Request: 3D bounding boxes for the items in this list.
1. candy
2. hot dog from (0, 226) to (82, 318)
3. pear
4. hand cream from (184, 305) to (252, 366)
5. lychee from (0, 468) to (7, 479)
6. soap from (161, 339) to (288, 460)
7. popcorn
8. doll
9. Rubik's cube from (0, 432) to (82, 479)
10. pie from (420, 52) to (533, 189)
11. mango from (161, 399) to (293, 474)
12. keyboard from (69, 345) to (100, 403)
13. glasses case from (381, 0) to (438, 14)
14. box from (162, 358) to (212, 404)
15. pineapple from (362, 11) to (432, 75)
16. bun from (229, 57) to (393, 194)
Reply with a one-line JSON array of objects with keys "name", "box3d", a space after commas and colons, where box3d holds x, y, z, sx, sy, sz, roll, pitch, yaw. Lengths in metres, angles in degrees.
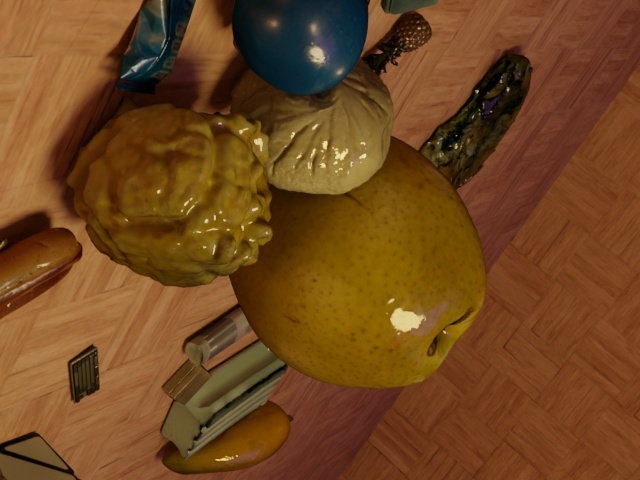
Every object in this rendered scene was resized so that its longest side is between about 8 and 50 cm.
[{"name": "candy", "box3d": [-0.172, -0.221, 1.105, 0.136, 0.038, 0.088, -63, 162, 12]}, {"name": "hot dog", "box3d": [-0.378, 0.054, 1.134, 0.250, 0.076, 0.104, -33, 176, -32]}, {"name": "pear", "box3d": [0.040, 0.019, 1.478, 0.362, 0.418, 0.362, -37, 156, -20]}, {"name": "hand cream", "box3d": [-0.147, 0.149, 1.884, 0.255, 0.048, 0.079, -33, 154, -43]}, {"name": "lychee", "box3d": [-0.490, 0.434, 1.169, 0.432, 0.380, 0.380, -34, 175, 40]}, {"name": "soap", "box3d": [-0.191, 0.313, 2.057, 0.261, 0.094, 0.150, -30, 159, -47]}, {"name": "popcorn", "box3d": [-0.164, -0.064, 1.192, 0.249, 0.249, 0.225, 59, 44, -71]}, {"name": "doll", "box3d": [-0.001, -0.296, 1.185, 0.257, 0.161, 0.215, -55, 146, -18]}, {"name": "Rubik's cube", "box3d": [-0.461, 0.441, 1.490, 0.205, 0.207, 0.205, -55, 162, 21]}, {"name": "pie", "box3d": [0.329, -0.230, 2.190, 0.371, 0.078, 0.296, -51, 163, 2]}, {"name": "mango", "box3d": [-0.189, 0.420, 2.158, 0.316, 0.176, 0.119, -16, 111, -39]}, {"name": "keyboard", "box3d": [-0.360, 0.207, 1.561, 0.049, 0.015, 0.129, -38, 159, -31]}, {"name": "glasses case", "box3d": [0.151, -0.427, 1.412, 0.105, 0.056, 0.266, -41, 160, -25]}, {"name": "box", "box3d": [-0.249, 0.264, 1.901, 0.083, 0.035, 0.079, -46, 162, -8]}, {"name": "pineapple", "box3d": [0.114, -0.303, 1.590, 0.124, 0.058, 0.058, -37, 159, -15]}, {"name": "bun", "box3d": [-0.009, -0.171, 1.304, 0.220, 0.220, 0.134, -41, 163, -24]}]
